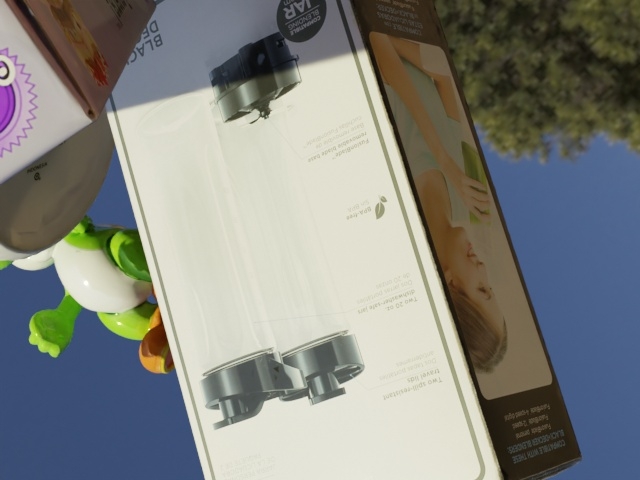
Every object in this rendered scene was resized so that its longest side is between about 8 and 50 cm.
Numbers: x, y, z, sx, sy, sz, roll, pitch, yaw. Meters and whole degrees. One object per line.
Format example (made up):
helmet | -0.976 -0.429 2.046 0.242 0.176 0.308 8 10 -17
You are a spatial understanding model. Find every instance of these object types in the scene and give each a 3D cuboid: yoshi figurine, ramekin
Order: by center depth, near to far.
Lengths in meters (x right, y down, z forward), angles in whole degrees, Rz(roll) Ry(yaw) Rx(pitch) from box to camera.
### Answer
ramekin | -0.307 -0.104 1.203 0.127 0.273 0.273 18 -140 23
yoshi figurine | -0.324 0.025 1.549 0.362 0.203 0.203 27 -105 18

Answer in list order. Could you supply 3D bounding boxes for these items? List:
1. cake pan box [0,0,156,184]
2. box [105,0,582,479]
cake pan box | -0.184 -0.034 0.467 0.070 0.245 0.267 58 -175 -17
box | 0.000 0.000 0.636 0.087 0.169 0.290 0 -110 -55
